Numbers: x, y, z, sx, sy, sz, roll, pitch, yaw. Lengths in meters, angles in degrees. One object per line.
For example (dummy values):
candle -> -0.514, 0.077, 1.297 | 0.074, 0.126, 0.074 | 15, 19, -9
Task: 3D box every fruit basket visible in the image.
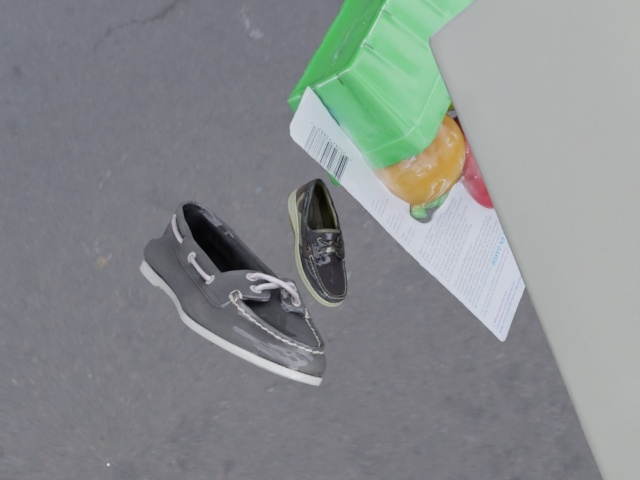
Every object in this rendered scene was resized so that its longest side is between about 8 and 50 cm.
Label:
fruit basket -> 0.136, -0.115, 1.100 | 0.353, 0.165, 0.327 | 45, 54, -29

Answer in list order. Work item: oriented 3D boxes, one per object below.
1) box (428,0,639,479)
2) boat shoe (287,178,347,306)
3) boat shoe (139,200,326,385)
box -> 0.172, 0.031, 0.355 | 0.148, 0.121, 0.311 | -4, 68, -43
boat shoe -> 0.000, 0.000, 1.123 | 0.056, 0.049, 0.152 | -3, 65, -34
boat shoe -> -0.090, 0.040, 0.991 | 0.112, 0.335, 0.095 | 20, 95, -35
